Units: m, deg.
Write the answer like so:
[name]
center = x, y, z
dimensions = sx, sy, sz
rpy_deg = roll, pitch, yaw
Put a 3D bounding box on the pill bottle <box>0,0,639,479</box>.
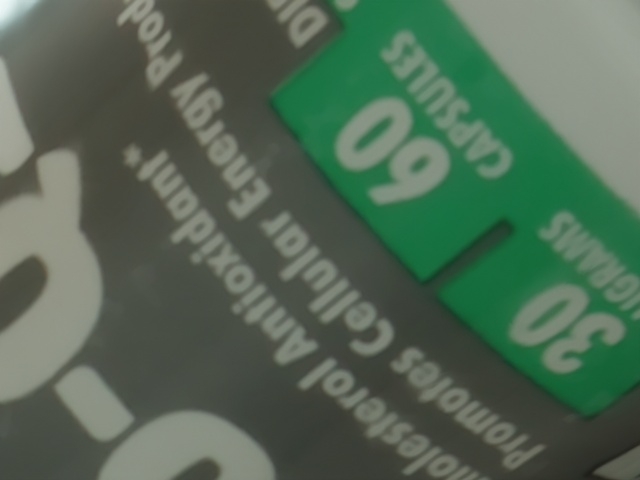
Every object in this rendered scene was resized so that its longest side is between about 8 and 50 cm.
[pill bottle]
center = -0.045, 0.033, 0.498
dimensions = 0.361, 0.204, 0.204
rpy_deg = -41, 2, 25
